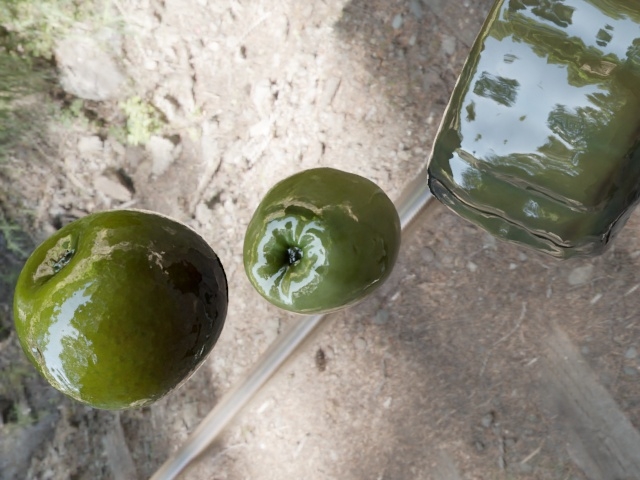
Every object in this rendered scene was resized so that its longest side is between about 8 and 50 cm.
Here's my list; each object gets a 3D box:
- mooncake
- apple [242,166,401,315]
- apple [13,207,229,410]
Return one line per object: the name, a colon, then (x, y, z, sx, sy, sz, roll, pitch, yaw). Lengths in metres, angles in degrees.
mooncake: (0.218, -0.121, 0.551, 0.161, 0.290, 0.290, 32, 113, 18)
apple: (0.000, 0.000, 1.133, 0.262, 0.262, 0.262, -1, 88, 46)
apple: (-0.188, 0.059, 0.636, 0.196, 0.157, 0.196, -22, 41, 21)
